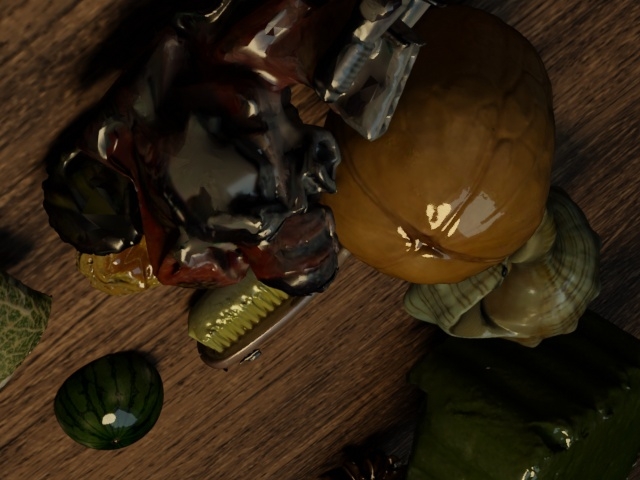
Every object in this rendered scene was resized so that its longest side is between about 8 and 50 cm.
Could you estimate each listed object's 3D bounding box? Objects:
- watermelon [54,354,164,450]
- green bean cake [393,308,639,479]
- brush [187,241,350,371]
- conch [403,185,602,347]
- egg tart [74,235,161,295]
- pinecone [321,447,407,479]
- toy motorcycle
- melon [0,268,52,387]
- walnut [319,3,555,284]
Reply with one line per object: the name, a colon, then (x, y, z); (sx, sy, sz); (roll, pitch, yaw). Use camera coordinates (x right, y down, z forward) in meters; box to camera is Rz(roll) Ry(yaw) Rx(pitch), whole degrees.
watermelon: (-0.194, 0.161, 1.102); (0.105, 0.062, 0.105); (-17, 141, -15)
green bean cake: (0.237, 0.259, 1.433); (0.335, 0.218, 0.319); (-24, 136, -39)
brush: (0.000, 0.000, 1.068); (0.313, 0.072, 0.067); (-38, 136, 5)
conch: (0.168, 0.011, 1.142); (0.203, 0.169, 0.386); (-44, 150, 0)
egg tart: (-0.135, -0.009, 0.927); (0.130, 0.052, 0.130); (-26, 148, -18)
pinecone: (0.066, 0.349, 1.541); (0.163, 0.163, 0.165); (-21, 136, -22)
toy motorcycle: (-0.018, -0.103, 0.764); (0.401, 0.207, 0.134); (-50, 172, 21)
melon: (-0.264, 0.054, 0.857); (0.139, 0.093, 0.202); (-11, 134, -30)
walnut: (0.088, -0.075, 0.898); (0.193, 0.226, 0.193); (9, 144, 7)
